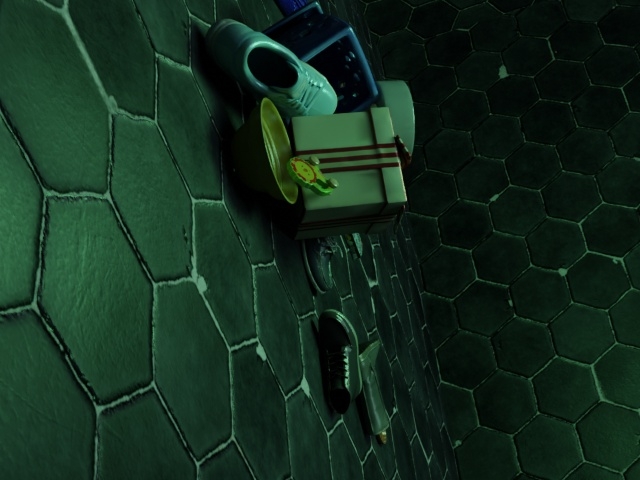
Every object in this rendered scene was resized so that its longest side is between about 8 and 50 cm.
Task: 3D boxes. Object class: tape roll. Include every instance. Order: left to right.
[{"bbox_3d":[0.165,-0.284,2.032,0.219,0.072,0.219,177,-90,-79],"label":"tape roll"}]

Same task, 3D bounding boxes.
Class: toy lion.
[{"bbox_3d":[-0.022,-0.129,1.667,0.100,0.034,0.096,49,32,6],"label":"toy lion"}]

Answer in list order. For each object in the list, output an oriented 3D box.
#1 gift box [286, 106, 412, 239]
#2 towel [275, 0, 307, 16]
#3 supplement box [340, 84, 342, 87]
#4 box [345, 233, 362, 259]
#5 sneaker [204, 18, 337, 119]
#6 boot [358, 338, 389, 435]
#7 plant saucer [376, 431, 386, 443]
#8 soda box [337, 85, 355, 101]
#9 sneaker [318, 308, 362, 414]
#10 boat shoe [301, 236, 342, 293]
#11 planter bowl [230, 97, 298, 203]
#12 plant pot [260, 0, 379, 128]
[{"bbox_3d":[0.061,-0.124,1.853,0.255,0.258,0.277,127,-45,-75],"label":"gift box"},{"bbox_3d":[-0.115,-0.789,2.379,0.308,0.076,0.228,45,34,-65],"label":"towel"},{"bbox_3d":[-0.010,-0.487,2.410,0.188,0.104,0.081,57,23,-51],"label":"supplement box"},{"bbox_3d":[0.093,-0.023,2.487,0.094,0.027,0.137,-79,151,-63],"label":"box"},{"bbox_3d":[-0.074,-0.320,1.700,0.365,0.135,0.150,21,15,-46],"label":"sneaker"},{"bbox_3d":[0.136,0.375,2.130,0.189,0.076,0.209,-31,99,-61],"label":"boot"},{"bbox_3d":[0.158,0.504,2.208,0.083,0.013,0.084,-15,90,-77],"label":"plant saucer"},{"bbox_3d":[0.066,-0.298,2.171,0.071,0.067,0.210,-28,112,-82],"label":"soda box"},{"bbox_3d":[0.042,0.271,1.847,0.118,0.083,0.222,-53,127,-73],"label":"sneaker"},{"bbox_3d":[0.000,0.000,1.978,0.095,0.079,0.255,44,33,-65],"label":"boat shoe"},{"bbox_3d":[-0.121,-0.169,1.647,0.217,0.090,0.217,-13,90,-79],"label":"planter bowl"},{"bbox_3d":[-0.032,-0.403,1.939,0.212,0.236,0.236,56,-2,40],"label":"plant pot"}]
